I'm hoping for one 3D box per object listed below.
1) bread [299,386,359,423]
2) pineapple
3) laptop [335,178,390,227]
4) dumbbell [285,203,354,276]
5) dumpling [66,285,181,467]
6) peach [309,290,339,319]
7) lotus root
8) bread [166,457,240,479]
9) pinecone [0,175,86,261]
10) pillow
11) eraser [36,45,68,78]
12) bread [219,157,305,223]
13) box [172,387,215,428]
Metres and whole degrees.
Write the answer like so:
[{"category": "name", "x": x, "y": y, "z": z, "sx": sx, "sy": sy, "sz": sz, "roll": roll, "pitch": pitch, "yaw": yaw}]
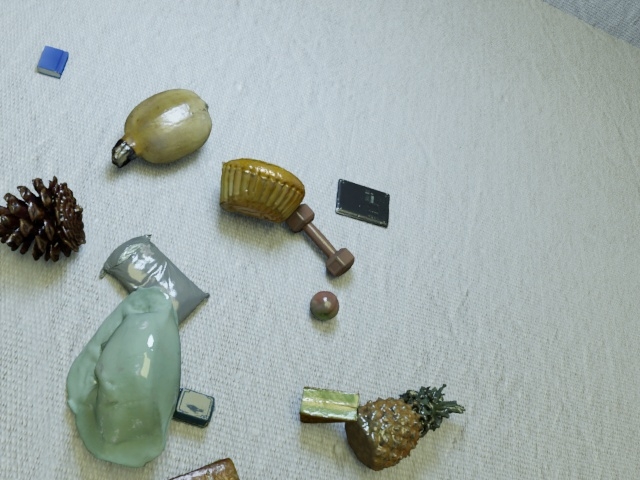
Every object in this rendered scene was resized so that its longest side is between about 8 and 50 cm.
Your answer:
[{"category": "bread", "x": 0.022, "y": 0.405, "z": 1.368, "sx": 0.139, "sy": 0.084, "sz": 0.074, "roll": 5, "pitch": 60, "yaw": 3}, {"category": "pineapple", "x": 0.228, "y": 0.445, "z": 1.423, "sx": 0.340, "sy": 0.169, "sz": 0.169, "roll": -14, "pitch": 70, "yaw": -31}, {"category": "laptop", "x": 0.134, "y": -0.117, "z": 1.760, "sx": 0.180, "sy": 0.016, "sz": 0.129, "roll": 15, "pitch": 58, "yaw": -14}, {"category": "dumbbell", "x": 0.000, "y": 0.000, "z": 1.599, "sx": 0.231, "sy": 0.092, "sz": 0.082, "roll": 48, "pitch": 29, "yaw": 5}, {"category": "dumpling", "x": -0.394, "y": 0.298, "z": 1.215, "sx": 0.211, "sy": 0.270, "sz": 0.321, "roll": 41, "pitch": 27, "yaw": -25}, {"category": "peach", "x": 0.011, "y": 0.172, "z": 1.515, "sx": 0.083, "sy": 0.083, "sz": 0.083, "roll": 10, "pitch": 61, "yaw": -18}, {"category": "lotus root", "x": -0.433, "y": -0.295, "z": 1.523, "sx": 0.310, "sy": 0.183, "sz": 0.183, "roll": -35, "pitch": 81, "yaw": -28}, {"category": "bread", "x": -0.268, "y": 0.575, "z": 1.163, "sx": 0.234, "sy": 0.110, "sz": 0.184, "roll": -13, "pitch": 69, "yaw": -28}, {"category": "pinecone", "x": -0.640, "y": -0.045, "z": 1.291, "sx": 0.207, "sy": 0.208, "sz": 0.208, "roll": 10, "pitch": 61, "yaw": -18}, {"category": "pillow", "x": -0.403, "y": 0.097, "z": 1.389, "sx": 0.255, "sy": 0.059, "sz": 0.169, "roll": 43, "pitch": 53, "yaw": 3}, {"category": "eraser", "x": -0.744, "y": -0.497, "z": 1.571, "sx": 0.063, "sy": 0.027, "sz": 0.085, "roll": 13, "pitch": 59, "yaw": -18}, {"category": "bread", "x": -0.159, "y": -0.134, "z": 1.522, "sx": 0.239, "sy": 0.240, "sz": 0.139, "roll": 17, "pitch": 77, "yaw": -14}, {"category": "box", "x": -0.290, "y": 0.380, "z": 1.290, "sx": 0.099, "sy": 0.054, "sz": 0.074, "roll": 21, "pitch": 59, "yaw": -13}]
